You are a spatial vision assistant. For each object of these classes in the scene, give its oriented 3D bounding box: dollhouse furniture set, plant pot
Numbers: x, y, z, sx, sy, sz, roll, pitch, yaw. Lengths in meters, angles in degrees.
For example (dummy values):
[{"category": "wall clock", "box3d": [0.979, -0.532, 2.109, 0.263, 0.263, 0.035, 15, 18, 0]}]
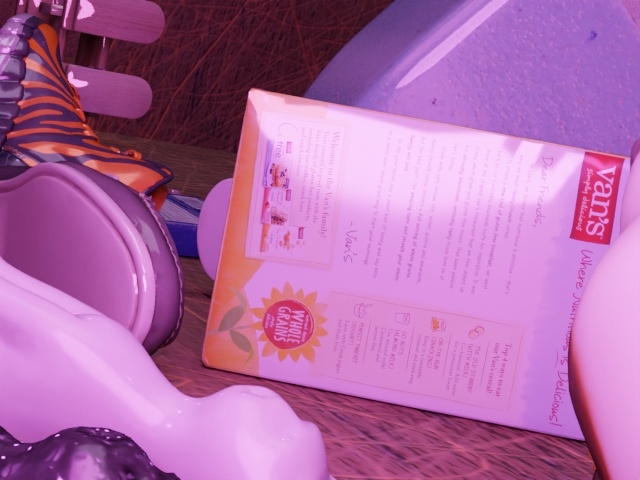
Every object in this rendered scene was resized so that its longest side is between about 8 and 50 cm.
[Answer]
[{"category": "dollhouse furniture set", "box3d": [-0.225, -0.146, 1.682, 0.161, 0.242, 0.212, 8, 7, -28]}, {"category": "plant pot", "box3d": [0.101, -0.048, 1.140, 0.252, 0.248, 0.247, -35, 13, -4]}]

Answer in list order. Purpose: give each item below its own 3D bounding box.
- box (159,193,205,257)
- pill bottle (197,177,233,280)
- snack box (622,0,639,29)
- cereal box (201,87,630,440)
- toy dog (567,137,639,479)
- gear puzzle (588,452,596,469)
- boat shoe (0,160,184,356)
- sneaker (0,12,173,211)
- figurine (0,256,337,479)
[{"category": "box", "box3d": [-0.186, -0.022, 1.515, 0.225, 0.036, 0.136, 8, 11, -32]}, {"category": "pill bottle", "box3d": [0.000, 0.000, 1.302, 0.187, 0.112, 0.112, 6, 7, -39]}, {"category": "snack box", "box3d": [0.240, -0.072, 1.380, 0.187, 0.321, 0.060, 16, 5, 42]}, {"category": "cereal box", "box3d": [0.061, 0.013, 0.972, 0.240, 0.173, 0.047, 11, 5, 4]}, {"category": "toy dog", "box3d": [0.295, 0.051, 0.643, 0.408, 0.395, 0.284, 4, -28, -12]}, {"category": "gear puzzle", "box3d": [0.305, 0.137, 0.810, 0.339, 0.044, 0.175, 12, 6, 16]}, {"category": "boat shoe", "box3d": [-0.145, 0.006, 0.986, 0.096, 0.112, 0.335, 1, 6, -32]}, {"category": "sneaker", "box3d": [-0.219, -0.073, 1.387, 0.180, 0.124, 0.321, 18, 36, -12]}, {"category": "figurine", "box3d": [-0.100, 0.073, 0.589, 0.209, 0.092, 0.215, 21, 9, 19]}]
